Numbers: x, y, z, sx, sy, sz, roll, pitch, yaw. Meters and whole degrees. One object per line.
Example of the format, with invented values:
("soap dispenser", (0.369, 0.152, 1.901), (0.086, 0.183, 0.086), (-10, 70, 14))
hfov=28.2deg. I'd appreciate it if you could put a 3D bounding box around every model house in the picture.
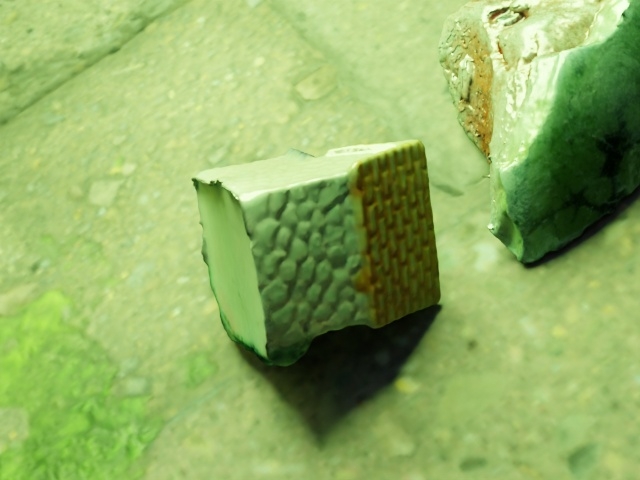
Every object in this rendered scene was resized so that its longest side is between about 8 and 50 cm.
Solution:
("model house", (0.000, 0.000, 0.619), (0.100, 0.088, 0.100), (-15, 14, -18))

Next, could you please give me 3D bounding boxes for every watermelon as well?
("watermelon", (0.110, -0.088, 0.643), (0.139, 0.071, 0.187), (20, 65, 37))
